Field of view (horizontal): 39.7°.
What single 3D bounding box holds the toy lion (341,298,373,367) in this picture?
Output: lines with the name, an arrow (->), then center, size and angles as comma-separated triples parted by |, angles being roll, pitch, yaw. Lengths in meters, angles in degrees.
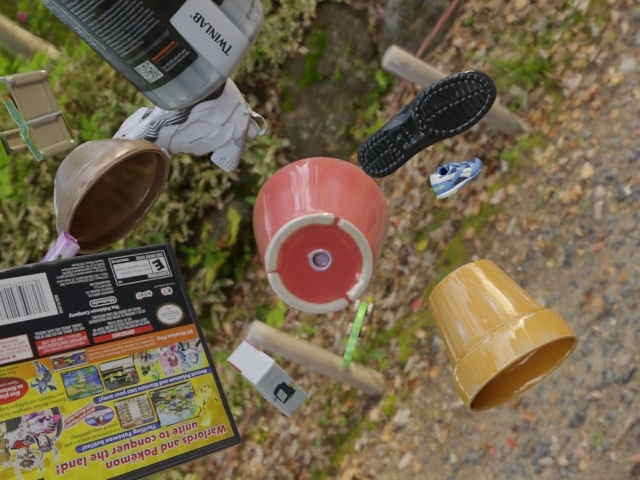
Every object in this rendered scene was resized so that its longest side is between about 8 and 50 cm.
toy lion -> 0.058, 0.166, 1.526 | 0.096, 0.034, 0.100 | -68, -7, -47

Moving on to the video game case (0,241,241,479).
video game case -> -0.241, 0.137, 0.935 | 0.035, 0.274, 0.248 | -37, 70, 46

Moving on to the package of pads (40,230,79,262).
package of pads -> -0.420, 0.030, 1.413 | 0.083, 0.032, 0.050 | -54, 28, 2

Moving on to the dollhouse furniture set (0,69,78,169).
dollhouse furniture set -> -0.694, -0.248, 1.919 | 0.151, 0.198, 0.301 | -16, 11, 20

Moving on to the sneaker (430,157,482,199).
sneaker -> 0.283, -0.142, 1.846 | 0.144, 0.059, 0.053 | -37, 7, -34

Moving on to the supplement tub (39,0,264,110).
supplement tub -> -0.234, -0.322, 1.059 | 0.193, 0.316, 0.194 | -30, 37, 26

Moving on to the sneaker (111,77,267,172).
sneaker -> -0.294, -0.214, 1.917 | 0.365, 0.210, 0.137 | -35, 28, 20

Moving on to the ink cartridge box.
ink cartridge box -> -0.128, 0.334, 2.144 | 0.072, 0.175, 0.127 | -49, 44, -12

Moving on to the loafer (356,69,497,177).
loafer -> 0.147, -0.174, 1.262 | 0.220, 0.080, 0.078 | -30, 11, 16

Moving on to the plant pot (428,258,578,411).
plant pot -> 0.275, 0.141, 1.430 | 0.188, 0.205, 0.205 | 58, 132, 27

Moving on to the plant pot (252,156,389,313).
plant pot -> 0.000, 0.000, 1.669 | 0.275, 0.274, 0.243 | -60, 9, 18

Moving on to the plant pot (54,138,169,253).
plant pot -> -0.392, -0.099, 1.579 | 0.237, 0.109, 0.237 | -45, -18, -18
